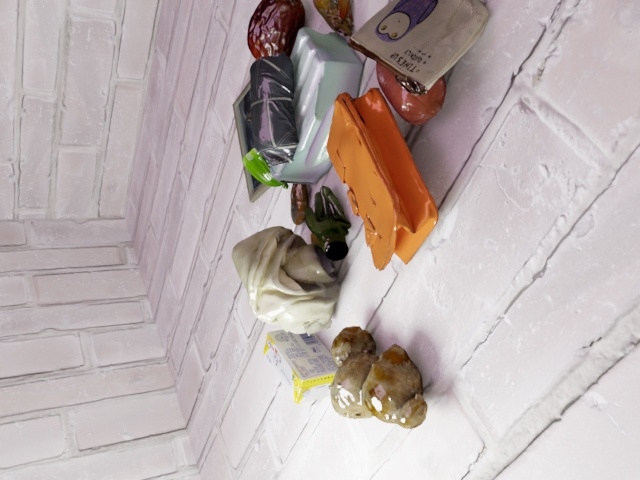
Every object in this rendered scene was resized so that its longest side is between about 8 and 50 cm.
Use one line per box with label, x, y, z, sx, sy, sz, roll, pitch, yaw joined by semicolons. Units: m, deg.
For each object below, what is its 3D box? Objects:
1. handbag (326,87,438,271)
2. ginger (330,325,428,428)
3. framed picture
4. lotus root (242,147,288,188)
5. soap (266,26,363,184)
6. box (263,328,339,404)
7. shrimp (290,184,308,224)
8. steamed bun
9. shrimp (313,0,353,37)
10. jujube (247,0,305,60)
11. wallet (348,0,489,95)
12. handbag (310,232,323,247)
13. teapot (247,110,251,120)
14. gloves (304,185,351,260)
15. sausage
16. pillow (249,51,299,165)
handbag;0.137;-0.157;1.501;0.303;0.116;0.410;107;145;-63
ginger;0.149;0.381;1.569;0.375;0.176;0.256;10;85;58
framed picture;-0.245;-0.409;2.294;0.326;0.028;0.447;-33;65;55
lotus root;-0.157;-0.250;2.032;0.186;0.186;0.186;7;98;58
soap;-0.033;-0.390;1.821;0.261;0.156;0.446;63;141;35
box;-0.059;0.398;1.919;0.265;0.168;0.097;43;131;47
shrimp;-0.086;-0.147;2.026;0.132;0.051;0.188;30;120;54
steamed bun;-0.067;0.106;1.817;0.237;0.394;0.347;-34;20;28
shrimp;0.048;-0.712;1.762;0.145;0.061;0.267;-42;55;41
jujube;-0.153;-0.708;1.981;0.243;0.183;0.183;-60;44;43
wallet;0.225;-0.480;1.351;0.274;0.068;0.335;-40;48;1
handbag;0.000;0.000;1.920;0.083;0.027;0.061;-13;80;57
teapot;-0.192;-0.397;1.872;0.110;0.084;0.080;163;107;-79
gloves;0.024;-0.051;1.793;0.107;0.135;0.268;86;173;-53
sausage;0.216;-0.386;1.426;0.148;0.148;0.255;-61;41;41
pillow;-0.140;-0.387;1.747;0.161;0.092;0.335;-1;90;37
